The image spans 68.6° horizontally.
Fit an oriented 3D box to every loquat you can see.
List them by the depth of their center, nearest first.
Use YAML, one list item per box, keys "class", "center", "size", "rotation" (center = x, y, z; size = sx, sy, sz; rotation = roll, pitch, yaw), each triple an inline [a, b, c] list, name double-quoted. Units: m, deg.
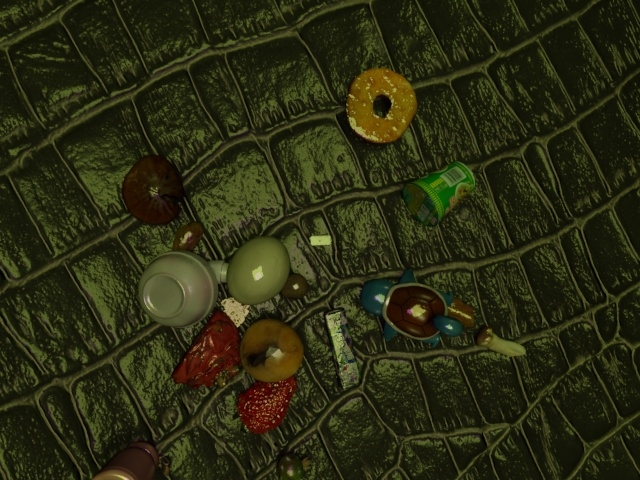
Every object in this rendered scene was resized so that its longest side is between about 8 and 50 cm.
- class: "loquat"
  center: [-0.179, 0.400, 1.707]
  size: [0.235, 0.235, 0.234]
  rotation: [0, 88, -8]

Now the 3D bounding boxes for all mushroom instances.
- class: "mushroom"
  center: [0.737, 0.422, 1.916]
  size: [0.209, 0.071, 0.084]
  rotation: [24, 53, -9]

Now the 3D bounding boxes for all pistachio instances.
- class: "pistachio"
  center: [-0.511, 0.000, 1.763]
  size: [0.090, 0.049, 0.172]
  rotation: [33, 84, -5]

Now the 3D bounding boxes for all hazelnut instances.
- class: "hazelnut"
  center: [-0.597, -0.182, 1.680]
  size: [0.217, 0.217, 0.251]
  rotation: [2, 88, -8]

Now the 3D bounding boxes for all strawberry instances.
- class: "strawberry"
  center: [-0.203, 0.616, 1.757]
  size: [0.188, 0.106, 0.286]
  rotation: [44, 83, -6]

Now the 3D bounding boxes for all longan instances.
- class: "longan"
  center: [-0.100, 0.180, 1.793]
  size: [0.114, 0.092, 0.113]
  rotation: [-2, 101, -13]

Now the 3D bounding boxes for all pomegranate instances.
- class: "pomegranate"
  center: [-0.099, 0.856, 1.769]
  size: [0.142, 0.115, 0.114]
  rotation: [-6, 89, -33]

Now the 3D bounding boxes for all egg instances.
- class: "egg"
  center: [-0.224, 0.110, 1.715]
  size: [0.219, 0.219, 0.269]
  rotation: [28, 87, -6]

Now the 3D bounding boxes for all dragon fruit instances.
- class: "dragon fruit"
  center: [-0.388, 0.438, 1.707]
  size: [0.205, 0.152, 0.316]
  rotation: [33, 88, -9]

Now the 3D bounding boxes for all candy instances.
- class: "candy"
  center: [0.084, 0.420, 1.826]
  size: [0.088, 0.061, 0.311]
  rotation: [-13, 90, -11]

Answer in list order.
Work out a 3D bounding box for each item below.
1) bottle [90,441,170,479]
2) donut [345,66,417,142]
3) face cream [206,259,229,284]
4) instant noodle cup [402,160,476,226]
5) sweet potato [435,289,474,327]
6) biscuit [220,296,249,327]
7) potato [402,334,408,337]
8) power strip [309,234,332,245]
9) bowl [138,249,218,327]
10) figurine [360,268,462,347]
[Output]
- class: "bottle"
  center: [-0.639, 0.806, 1.596]
  size: [0.207, 0.297, 0.172]
  rotation: [9, 87, -3]
- class: "donut"
  center: [0.227, -0.519, 1.855]
  size: [0.303, 0.110, 0.302]
  rotation: [1, 87, -10]
- class: "face cream"
  center: [-0.387, 0.116, 1.757]
  size: [0.095, 0.091, 0.091]
  rotation: [7, 87, 1]
- class: "instant noodle cup"
  center: [0.473, -0.200, 1.843]
  size: [0.233, 0.207, 0.207]
  rotation: [-34, 93, -14]
- class: "sweet potato"
  center: [0.518, 0.261, 1.878]
  size: [0.252, 0.097, 0.097]
  rotation: [31, 84, 3]
- class: "biscuit"
  center: [-0.323, 0.270, 1.795]
  size: [0.120, 0.019, 0.129]
  rotation: [3, 88, -8]
- class: "potato"
  center: [0.354, 0.351, 1.876]
  size: [0.051, 0.040, 0.083]
  rotation: [32, 86, -15]
- class: "power strip"
  center: [0.000, 0.000, 1.850]
  size: [0.090, 0.016, 0.040]
  rotation: [-2, 88, -9]
- class: "bowl"
  center: [-0.523, 0.183, 1.668]
  size: [0.287, 0.144, 0.286]
  rotation: [1, 97, 8]
- class: "figurine"
  center: [0.355, 0.275, 1.775]
  size: [0.417, 0.243, 0.297]
  rotation: [20, 95, 35]
